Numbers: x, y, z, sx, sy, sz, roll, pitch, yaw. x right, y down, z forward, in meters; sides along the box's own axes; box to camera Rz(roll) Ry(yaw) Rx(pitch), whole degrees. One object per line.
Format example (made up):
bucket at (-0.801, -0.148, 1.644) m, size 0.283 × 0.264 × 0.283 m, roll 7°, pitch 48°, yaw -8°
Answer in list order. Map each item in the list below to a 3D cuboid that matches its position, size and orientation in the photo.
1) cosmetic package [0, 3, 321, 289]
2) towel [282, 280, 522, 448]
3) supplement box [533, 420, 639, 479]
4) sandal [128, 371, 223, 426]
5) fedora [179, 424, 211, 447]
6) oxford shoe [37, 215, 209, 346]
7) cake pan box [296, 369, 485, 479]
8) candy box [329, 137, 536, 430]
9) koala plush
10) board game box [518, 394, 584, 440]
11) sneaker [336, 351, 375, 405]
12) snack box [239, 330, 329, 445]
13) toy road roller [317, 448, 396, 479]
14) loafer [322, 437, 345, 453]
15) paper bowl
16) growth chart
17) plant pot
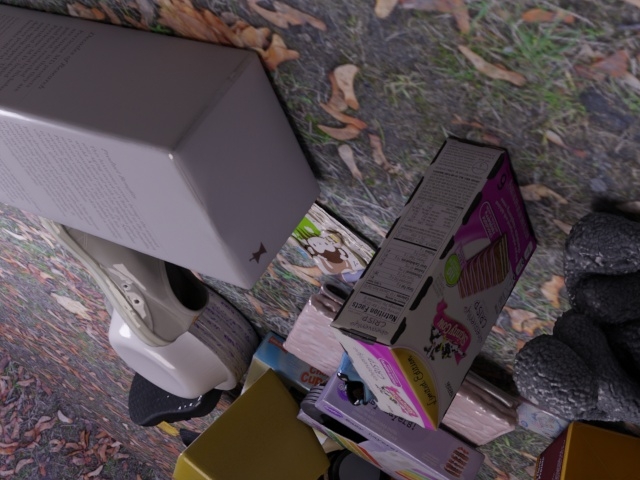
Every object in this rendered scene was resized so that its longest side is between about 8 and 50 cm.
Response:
cosmetic package at (-0.249, -0.124, 1.249) m, size 0.453 × 0.161 × 0.230 m, roll 18°, pitch 150°, yaw 33°
towel at (0.109, 0.193, 1.534) m, size 0.332 × 0.053 × 0.317 m, roll 32°, pitch 161°, yaw 3°
supplement box at (0.351, 0.364, 1.371) m, size 0.129 × 0.191 × 0.194 m, roll 14°, pitch 155°, yaw 3°
sandal at (-0.290, 0.320, 2.205) m, size 0.107 × 0.168 × 0.446 m, roll 24°, pitch 163°, yaw -26°
fedora at (-0.135, 0.433, 2.217) m, size 0.334 × 0.152 × 0.334 m, roll 30°, pitch 160°, yaw 12°
oxford shoe at (-0.314, -0.025, 1.600) m, size 0.130 × 0.169 × 0.449 m, roll -25°, pitch 119°, yaw 15°
cake pan box at (0.097, 0.299, 1.632) m, size 0.267 × 0.070 × 0.246 m, roll 33°, pitch 160°, yaw -2°
candy box at (0.117, 0.041, 1.013) m, size 0.071 × 0.233 × 0.159 m, roll 17°, pitch 153°, yaw 34°
koala plush at (0.327, 0.109, 0.958) m, size 0.221 × 0.196 × 0.203 m, roll 15°, pitch 162°, yaw 36°
board game box at (0.313, 0.245, 1.433) m, size 0.090 × 0.020 × 0.090 m, roll 22°, pitch 155°, yaw 24°
sneaker at (0.059, 0.192, 1.418) m, size 0.063 × 0.073 × 0.162 m, roll 17°, pitch 156°, yaw 36°
snack box at (-0.046, 0.281, 1.919) m, size 0.187 × 0.060 × 0.322 m, roll 32°, pitch 157°, yaw 4°
toy road roller at (0.125, 0.498, 1.830) m, size 0.240 × 0.330 × 0.202 m, roll 0°, pitch 166°, yaw -10°
loafer at (0.017, 0.410, 2.105) m, size 0.056 × 0.050 × 0.148 m, roll 37°, pitch 157°, yaw -9°
paper bowl at (-0.261, 0.172, 1.879) m, size 0.284 × 0.148 × 0.284 m, roll 29°, pitch 156°, yaw 14°
growth chart at (0.000, 0.000, 1.358) m, size 0.237 × 0.021 × 0.172 m, roll 36°, pitch 158°, yaw -4°
plant pot at (-0.106, 0.377, 1.792) m, size 0.187 × 0.212 × 0.212 m, roll 44°, pitch 157°, yaw 7°
